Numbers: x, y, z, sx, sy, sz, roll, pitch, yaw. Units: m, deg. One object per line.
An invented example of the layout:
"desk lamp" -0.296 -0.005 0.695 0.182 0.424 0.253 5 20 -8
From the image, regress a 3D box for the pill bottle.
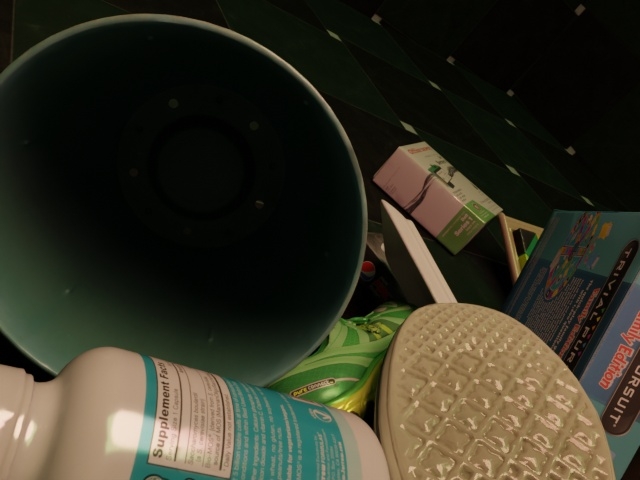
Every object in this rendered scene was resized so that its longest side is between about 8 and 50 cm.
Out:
"pill bottle" -0.095 0.157 0.403 0.264 0.146 0.146 22 31 -26

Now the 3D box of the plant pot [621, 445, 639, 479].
"plant pot" 0.394 0.259 0.577 0.229 0.263 0.263 14 32 -7

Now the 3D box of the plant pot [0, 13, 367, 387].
"plant pot" -0.120 -0.042 0.551 0.293 0.293 0.235 31 13 -13

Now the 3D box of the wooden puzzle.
"wooden puzzle" 0.437 0.066 1.192 0.239 0.044 0.220 16 57 -37

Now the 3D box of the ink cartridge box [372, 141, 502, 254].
"ink cartridge box" 0.231 -0.090 1.219 0.219 0.092 0.160 44 28 12

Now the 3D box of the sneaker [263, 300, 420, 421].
"sneaker" 0.029 0.112 0.654 0.123 0.109 0.295 38 22 12

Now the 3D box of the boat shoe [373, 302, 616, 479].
"boat shoe" 0.135 0.246 0.442 0.187 0.156 0.500 1 40 -8

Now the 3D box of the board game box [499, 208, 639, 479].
"board game box" 0.293 0.094 0.711 0.079 0.253 0.336 27 5 1

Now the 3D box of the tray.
"tray" 0.138 0.086 0.724 0.145 0.030 0.270 78 -10 -58

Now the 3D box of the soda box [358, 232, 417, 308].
"soda box" 0.100 0.064 0.874 0.060 0.053 0.169 2 44 -48
